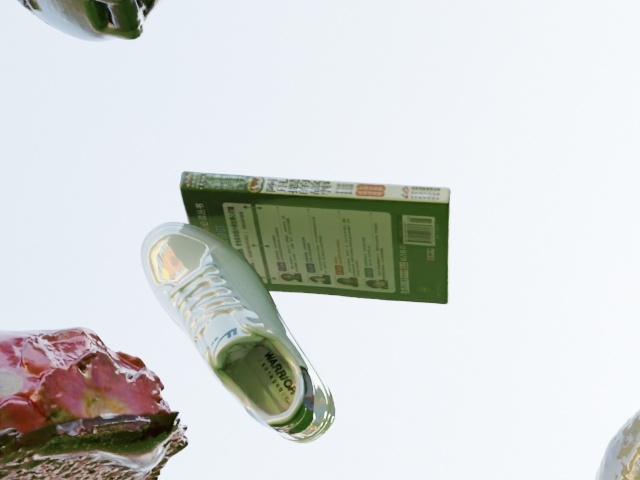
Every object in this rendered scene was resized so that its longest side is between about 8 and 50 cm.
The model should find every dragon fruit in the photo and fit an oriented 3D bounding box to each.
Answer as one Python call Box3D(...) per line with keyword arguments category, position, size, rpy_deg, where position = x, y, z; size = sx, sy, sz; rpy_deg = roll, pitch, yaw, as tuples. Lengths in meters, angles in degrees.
Box3D(category="dragon fruit", position=(-0.214, 0.126, 1.108), size=(0.261, 0.189, 0.163), rpy_deg=(10, -70, -61))

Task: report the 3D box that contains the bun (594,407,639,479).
Box3D(category="bun", position=(0.377, 0.203, 1.394), size=(0.272, 0.168, 0.273), rpy_deg=(-18, -37, -14))

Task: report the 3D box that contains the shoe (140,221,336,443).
Box3D(category="shoe", position=(-0.085, 0.079, 1.479), size=(0.095, 0.265, 0.110), rpy_deg=(-43, -13, 3))

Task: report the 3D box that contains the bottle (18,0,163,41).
Box3D(category="bottle", position=(-0.112, -0.304, 1.302), size=(0.347, 0.168, 0.168), rpy_deg=(-42, -40, -16))

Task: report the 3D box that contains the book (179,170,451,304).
Box3D(category="book", position=(0.000, 0.000, 1.580), size=(0.264, 0.027, 0.202), rpy_deg=(4, -30, 7))
